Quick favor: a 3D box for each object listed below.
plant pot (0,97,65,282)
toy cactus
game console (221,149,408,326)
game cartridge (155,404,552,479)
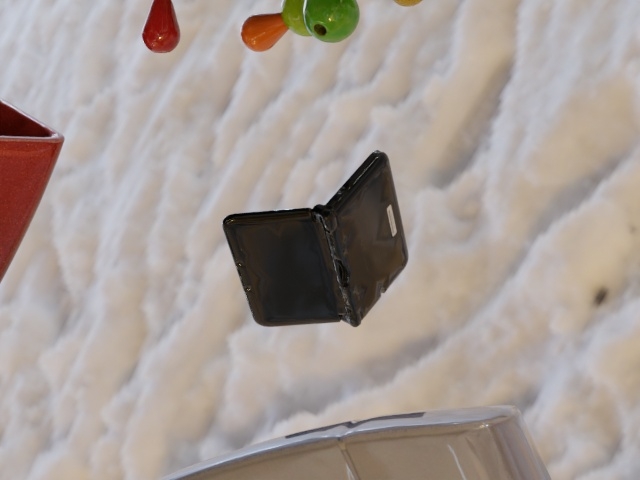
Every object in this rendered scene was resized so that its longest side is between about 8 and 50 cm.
[{"bbox_3d":[-0.375,-0.006,1.069,0.267,0.267,0.235,29,112,40],"label":"plant pot"},{"bbox_3d":[-0.013,-0.188,0.792,0.219,0.112,0.180,-12,77,42],"label":"toy cactus"},{"bbox_3d":[0.000,0.000,1.103,0.071,0.122,0.107,24,58,30],"label":"game console"},{"bbox_3d":[-0.027,0.186,0.627,0.294,0.060,0.196,-26,82,15],"label":"game cartridge"}]
